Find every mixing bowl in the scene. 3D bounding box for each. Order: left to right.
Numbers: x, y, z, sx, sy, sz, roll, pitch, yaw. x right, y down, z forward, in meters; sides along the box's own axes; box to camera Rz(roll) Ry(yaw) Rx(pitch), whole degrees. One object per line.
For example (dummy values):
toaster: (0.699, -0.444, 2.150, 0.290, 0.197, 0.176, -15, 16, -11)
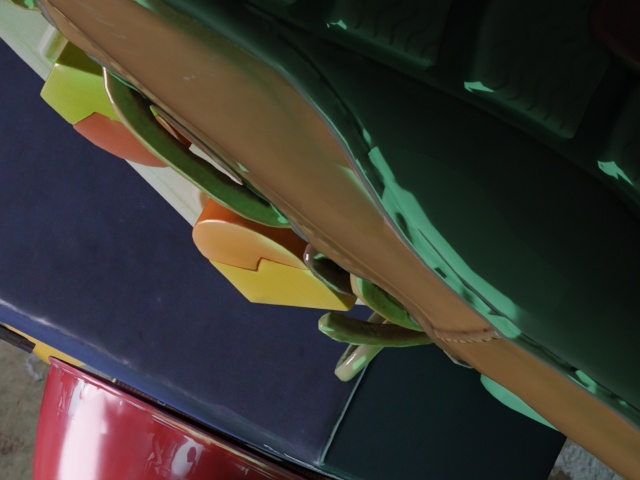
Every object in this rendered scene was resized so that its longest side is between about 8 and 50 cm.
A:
mixing bowl: (-0.071, 0.137, 0.957, 0.181, 0.098, 0.181, 25, 174, 3)

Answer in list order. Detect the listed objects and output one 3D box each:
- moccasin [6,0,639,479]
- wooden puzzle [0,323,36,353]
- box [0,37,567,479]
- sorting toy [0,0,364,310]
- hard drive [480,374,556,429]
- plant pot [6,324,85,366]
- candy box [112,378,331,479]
moccasin: (0.050, -0.023, 0.460, 0.380, 0.139, 0.147, 29, 176, -29)
wooden puzzle: (-0.168, 0.037, 0.944, 0.049, 0.006, 0.083, 23, 173, 40)
box: (-0.030, 0.003, 0.982, 0.294, 0.182, 0.296, 22, 175, 26)
sorting toy: (-0.017, -0.027, 0.685, 0.208, 0.038, 0.193, 8, 150, 48)
hard drive: (0.163, 0.038, 0.717, 0.210, 0.040, 0.318, 25, 163, 12)
plant pot: (-0.197, -0.042, 1.450, 0.188, 0.205, 0.205, 46, 166, -30)
candy box: (-0.031, 0.104, 1.254, 0.183, 0.087, 0.316, 28, -149, 0)
